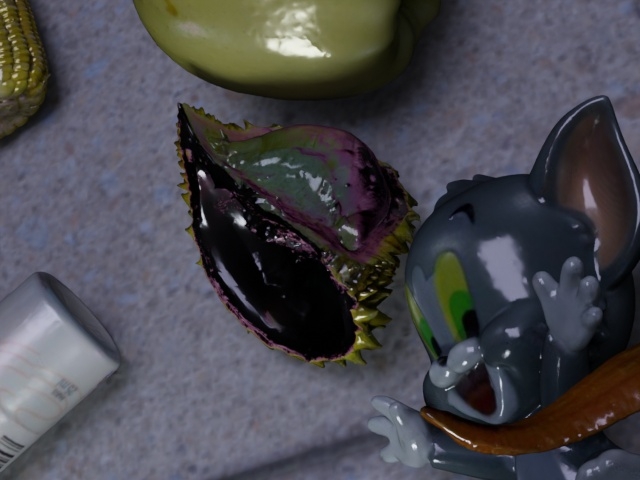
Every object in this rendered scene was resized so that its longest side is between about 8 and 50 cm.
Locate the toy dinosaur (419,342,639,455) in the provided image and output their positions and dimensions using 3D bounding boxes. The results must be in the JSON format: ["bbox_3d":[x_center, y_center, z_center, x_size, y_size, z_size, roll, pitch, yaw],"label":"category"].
[{"bbox_3d":[0.270,0.048,0.886,0.432,0.097,0.208,-4,25,9],"label":"toy dinosaur"}]

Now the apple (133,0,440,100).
[{"bbox_3d":[-0.022,-0.173,1.169,0.200,0.200,0.200,-12,60,22],"label":"apple"}]

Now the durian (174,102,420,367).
[{"bbox_3d":[0.003,-0.002,1.135,0.108,0.119,0.187,-25,49,-32],"label":"durian"}]

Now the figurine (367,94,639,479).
[{"bbox_3d":[0.131,0.071,0.986,0.140,0.193,0.265,-28,71,-33],"label":"figurine"}]

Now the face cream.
[{"bbox_3d":[-0.245,0.134,1.188,0.269,0.082,0.082,-43,53,3],"label":"face cream"}]

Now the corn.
[{"bbox_3d":[-0.239,-0.144,1.344,0.085,0.063,0.165,-49,47,28],"label":"corn"}]
